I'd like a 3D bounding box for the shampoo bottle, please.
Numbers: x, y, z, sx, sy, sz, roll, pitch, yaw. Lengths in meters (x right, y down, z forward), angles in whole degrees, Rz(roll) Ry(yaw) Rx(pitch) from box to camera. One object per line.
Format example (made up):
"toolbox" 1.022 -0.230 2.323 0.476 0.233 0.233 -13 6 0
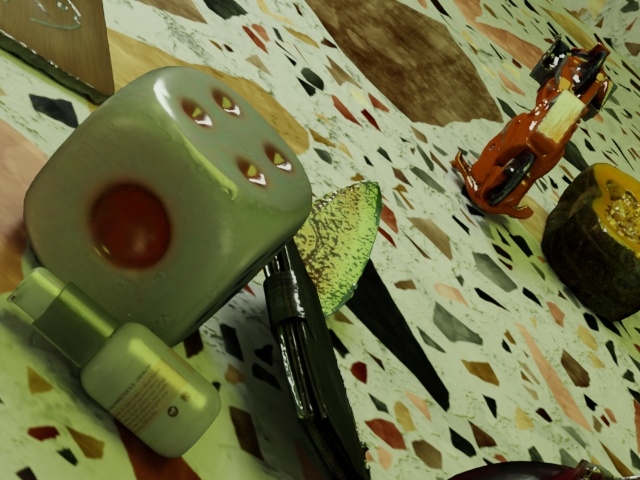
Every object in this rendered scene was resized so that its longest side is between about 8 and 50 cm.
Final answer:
"shampoo bottle" -0.170 0.096 1.294 0.192 0.074 0.074 41 22 -5

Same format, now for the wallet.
"wallet" -0.012 0.107 1.522 0.317 0.044 0.169 -106 173 -47

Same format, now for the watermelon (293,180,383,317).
"watermelon" 0.007 0.005 1.745 0.180 0.081 0.094 -48 116 -33

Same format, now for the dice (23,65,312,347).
"dice" -0.135 -0.031 1.420 0.193 0.194 0.192 44 23 3

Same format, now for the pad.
"pad" -0.348 -0.290 1.734 0.284 0.018 0.286 30 26 -31

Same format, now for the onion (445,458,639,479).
"onion" 0.207 0.277 1.389 0.273 0.285 0.273 18 22 -7

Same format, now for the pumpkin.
"pumpkin" 0.472 0.012 2.489 0.222 0.139 0.317 40 21 -6

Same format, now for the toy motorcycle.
"toy motorcycle" 0.321 -0.156 2.376 0.148 0.221 0.326 40 67 -5
